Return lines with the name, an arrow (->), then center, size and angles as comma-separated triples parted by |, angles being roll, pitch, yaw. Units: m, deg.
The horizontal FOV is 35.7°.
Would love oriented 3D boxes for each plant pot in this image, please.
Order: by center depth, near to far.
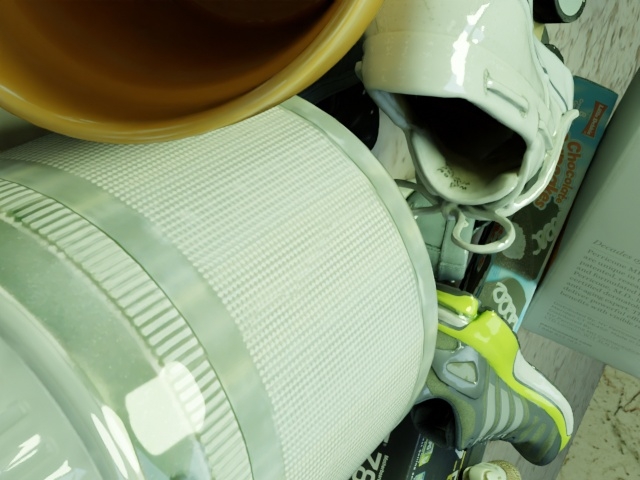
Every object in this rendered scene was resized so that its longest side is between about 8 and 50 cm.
plant pot -> -0.052, -0.153, 0.429 | 0.188, 0.205, 0.205 | -43, 148, -73

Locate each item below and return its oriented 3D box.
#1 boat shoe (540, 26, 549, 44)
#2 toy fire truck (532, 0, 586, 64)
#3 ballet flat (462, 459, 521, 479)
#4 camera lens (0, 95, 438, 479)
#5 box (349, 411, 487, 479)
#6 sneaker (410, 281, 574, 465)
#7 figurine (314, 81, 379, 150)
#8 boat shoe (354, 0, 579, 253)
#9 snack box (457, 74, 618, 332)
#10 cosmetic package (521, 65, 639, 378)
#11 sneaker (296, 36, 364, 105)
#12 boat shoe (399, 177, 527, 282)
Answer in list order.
boat shoe -> 0.183, -0.183, 1.021 | 0.083, 0.065, 0.183 | 31, 56, -32
toy fire truck -> 0.122, -0.232, 0.794 | 0.246, 0.158, 0.217 | 21, 84, -46
ballet flat -> 0.183, 0.309, 1.169 | 0.206, 0.073, 0.067 | -46, 131, -50
camera lens -> -0.089, 0.057, 0.451 | 0.274, 0.219, 0.219 | -36, 139, -51
box -> 0.095, 0.314, 1.180 | 0.318, 0.097, 0.394 | 4, 103, -66
sneaker -> 0.152, 0.158, 0.984 | 0.121, 0.111, 0.300 | -53, 131, -10
figurine -> 0.000, 0.000, 0.737 | 0.209, 0.092, 0.214 | -59, 155, -51
boat shoe -> 0.099, -0.068, 0.663 | 0.367, 0.136, 0.156 | 39, 60, -73
snack box -> 0.236, -0.024, 1.158 | 0.187, 0.060, 0.322 | -47, 160, -88
cosmetic package -> 0.362, -0.065, 1.000 | 0.453, 0.162, 0.230 | 101, 15, -59
sneaker -> -0.012, -0.137, 0.668 | 0.170, 0.051, 0.089 | -42, 148, -40
boat shoe -> 0.159, -0.038, 1.034 | 0.319, 0.099, 0.116 | -36, 136, -54
